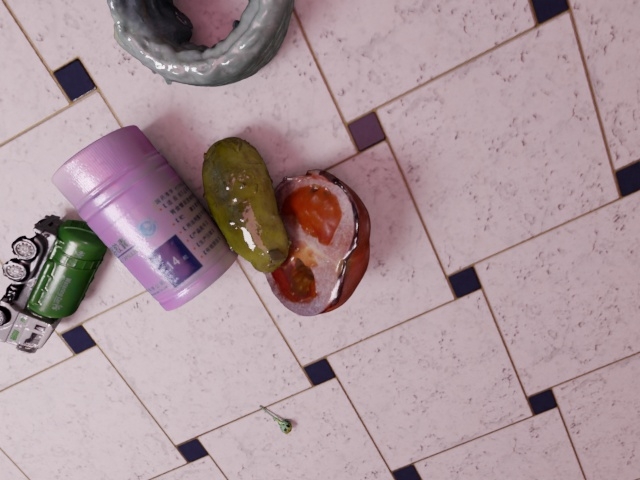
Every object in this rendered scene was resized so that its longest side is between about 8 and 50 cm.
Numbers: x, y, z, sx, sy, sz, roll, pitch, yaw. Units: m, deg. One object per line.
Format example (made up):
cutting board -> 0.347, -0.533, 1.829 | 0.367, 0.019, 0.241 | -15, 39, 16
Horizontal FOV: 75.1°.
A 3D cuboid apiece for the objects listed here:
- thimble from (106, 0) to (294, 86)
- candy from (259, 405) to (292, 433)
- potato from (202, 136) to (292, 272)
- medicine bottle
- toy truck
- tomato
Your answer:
thimble -> -0.152, -0.313, 0.551 | 0.250, 0.172, 0.205 | -27, 109, 6
candy -> -0.093, 0.366, 0.854 | 0.083, 0.023, 0.025 | 39, 61, -7
potato -> -0.117, -0.056, 0.651 | 0.117, 0.090, 0.226 | -27, 82, 35
medicine bottle -> -0.263, -0.032, 0.651 | 0.152, 0.152, 0.254 | -34, 106, 10
toy truck -> -0.463, 0.068, 0.711 | 0.124, 0.101, 0.243 | 28, 103, -22
tomato -> 0.000, 0.000, 0.681 | 0.199, 0.112, 0.228 | 33, 112, 33
